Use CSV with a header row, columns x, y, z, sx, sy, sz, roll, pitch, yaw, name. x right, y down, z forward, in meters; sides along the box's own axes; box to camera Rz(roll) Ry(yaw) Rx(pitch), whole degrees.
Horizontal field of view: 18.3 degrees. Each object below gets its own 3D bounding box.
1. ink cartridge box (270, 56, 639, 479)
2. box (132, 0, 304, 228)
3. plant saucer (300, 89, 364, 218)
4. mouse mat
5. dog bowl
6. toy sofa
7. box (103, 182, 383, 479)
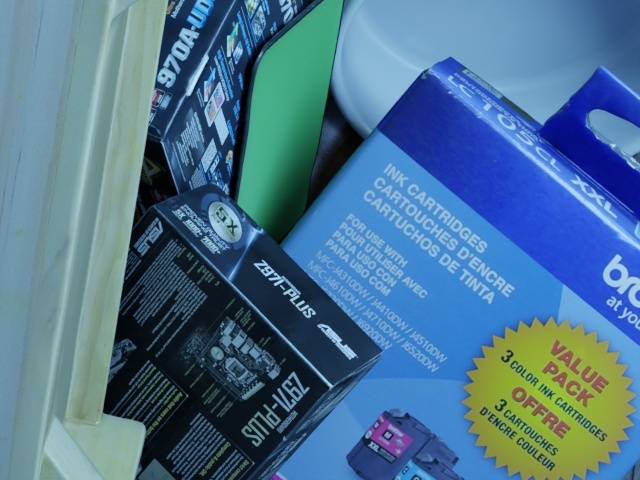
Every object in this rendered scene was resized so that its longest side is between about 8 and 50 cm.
x,y,z,sx,sy,sz,roll,pitch,yaw,name
0.096,0.065,1.313,0.395,0.270,0.151,-51,177,12,ink cartridge box
-0.065,-0.084,1.241,0.220,0.051,0.175,77,35,-62,box
0.000,0.000,1.522,0.310,0.050,0.310,-52,154,-39,plant saucer
-0.025,-0.066,1.294,0.152,0.007,0.190,-48,155,-55,mouse mat
0.136,-0.159,1.394,0.265,0.265,0.104,81,8,-52,dog bowl
-0.154,-0.029,1.003,0.150,0.177,0.362,-86,-173,-69,toy sofa
-0.079,0.082,1.160,0.180,0.147,0.077,-50,169,25,box
